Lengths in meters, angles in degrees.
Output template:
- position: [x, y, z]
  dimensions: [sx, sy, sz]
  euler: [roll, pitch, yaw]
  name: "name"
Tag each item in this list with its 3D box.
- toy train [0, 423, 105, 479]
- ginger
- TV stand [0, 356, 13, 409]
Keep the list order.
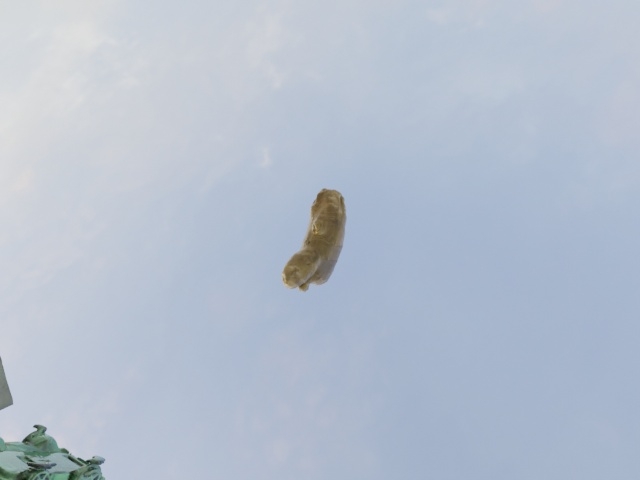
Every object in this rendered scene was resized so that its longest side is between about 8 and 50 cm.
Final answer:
- position: [-0.281, 0.238, 0.565]
  dimensions: [0.099, 0.149, 0.081]
  euler: [17, -98, 24]
  name: "toy train"
- position: [0.004, 0.012, 1.070]
  dimensions: [0.081, 0.115, 0.206]
  euler: [7, -114, 57]
  name: "ginger"
- position: [-0.369, 0.051, 0.570]
  dimensions: [0.040, 0.257, 0.049]
  euler: [-11, -175, 28]
  name: "TV stand"
